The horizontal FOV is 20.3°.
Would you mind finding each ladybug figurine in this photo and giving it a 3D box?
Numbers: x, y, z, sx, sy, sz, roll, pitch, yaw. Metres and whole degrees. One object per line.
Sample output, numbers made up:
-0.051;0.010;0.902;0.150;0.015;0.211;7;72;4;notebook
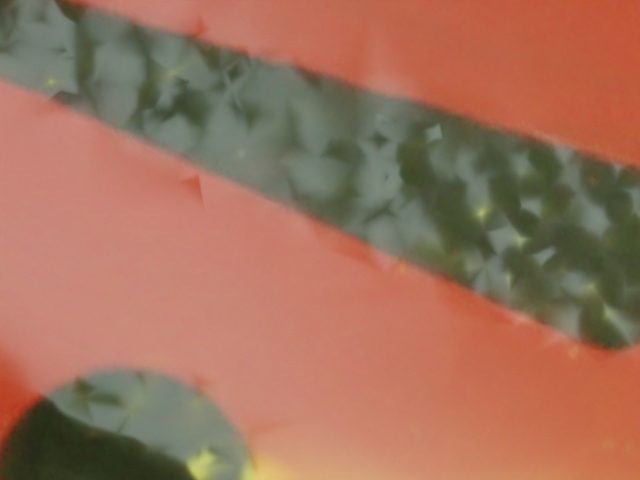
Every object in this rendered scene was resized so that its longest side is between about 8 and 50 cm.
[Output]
0.000;0.000;0.449;0.449;0.162;0.305;16;79;-13;ladybug figurine
